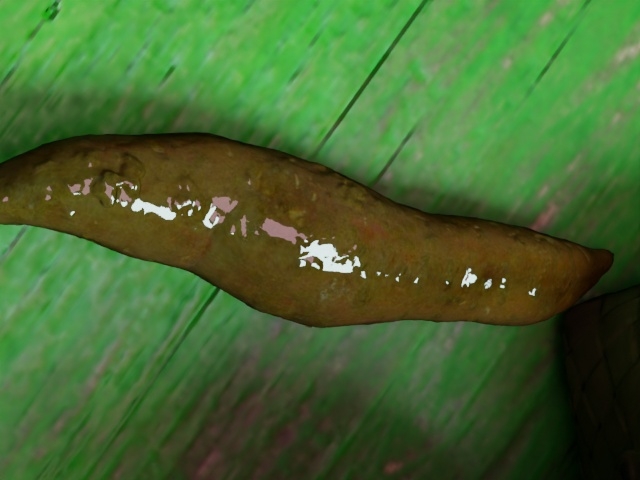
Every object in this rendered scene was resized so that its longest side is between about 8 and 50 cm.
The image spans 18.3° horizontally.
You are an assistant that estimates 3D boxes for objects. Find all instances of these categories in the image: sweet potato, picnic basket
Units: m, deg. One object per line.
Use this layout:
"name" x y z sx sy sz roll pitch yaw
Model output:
"sweet potato" 0.000 0.000 0.760 0.274 0.067 0.067 10 93 -23
"picnic basket" 0.177 0.078 0.758 0.128 0.178 0.138 -12 99 -17
